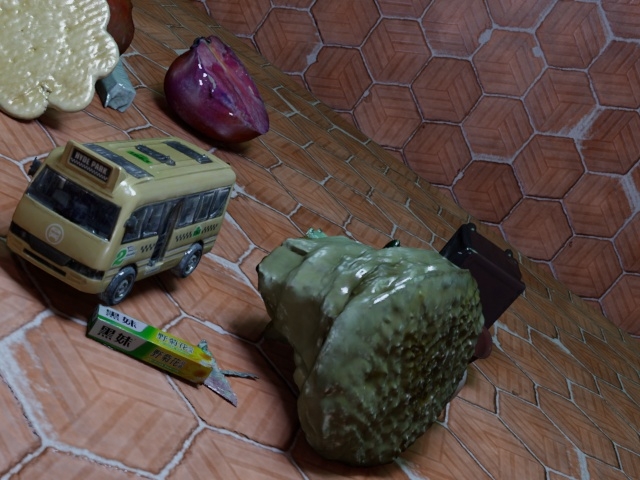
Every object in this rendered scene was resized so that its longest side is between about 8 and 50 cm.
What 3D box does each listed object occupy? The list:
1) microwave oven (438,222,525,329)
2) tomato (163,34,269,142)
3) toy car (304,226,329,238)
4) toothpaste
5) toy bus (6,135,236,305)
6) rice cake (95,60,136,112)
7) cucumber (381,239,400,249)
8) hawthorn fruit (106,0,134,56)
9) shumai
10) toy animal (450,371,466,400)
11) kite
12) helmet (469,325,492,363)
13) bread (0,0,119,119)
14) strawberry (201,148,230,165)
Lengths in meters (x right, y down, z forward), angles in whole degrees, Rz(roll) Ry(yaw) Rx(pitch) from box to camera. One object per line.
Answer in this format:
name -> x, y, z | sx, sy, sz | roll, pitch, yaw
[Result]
microwave oven -> 0.325, 0.109, 2.041 | 0.188, 0.247, 0.178 | 34, 20, -6
tomato -> -0.271, -0.349, 2.188 | 0.289, 0.176, 0.335 | 54, 15, -14
toy car -> 0.000, 0.000, 2.033 | 0.059, 0.035, 0.122 | 41, 9, 13
toothpaste -> -0.232, 0.144, 1.204 | 0.178, 0.037, 0.043 | 28, 22, -21
toy bus -> -0.280, -0.049, 1.295 | 0.177, 0.201, 0.365 | 29, 17, 12
rice cake -> -0.475, -0.364, 1.990 | 0.063, 0.069, 0.206 | 22, 21, -40
cucumber -> 0.137, 0.047, 2.013 | 0.032, 0.133, 0.032 | 35, 19, -14
hawthorn fruit -> -0.550, -0.468, 1.791 | 0.308, 0.325, 0.308 | 59, -16, 29
shumai -> 0.044, 0.135, 1.378 | 0.323, 0.324, 0.397 | 30, 30, 34
toy animal -> 0.160, 0.203, 1.596 | 0.235, 0.165, 0.187 | 40, -24, 24
kite -> -0.150, 0.194, 1.294 | 0.157, 0.011, 0.139 | 17, 30, -45
helmet -> 0.285, 0.222, 1.895 | 0.155, 0.106, 0.175 | 25, 26, -22
bread -> -0.524, -0.371, 1.608 | 0.316, 0.316, 0.054 | 32, -15, -16
strawberry -> -0.264, -0.143, 1.804 | 0.140, 0.085, 0.192 | 25, 14, -11
